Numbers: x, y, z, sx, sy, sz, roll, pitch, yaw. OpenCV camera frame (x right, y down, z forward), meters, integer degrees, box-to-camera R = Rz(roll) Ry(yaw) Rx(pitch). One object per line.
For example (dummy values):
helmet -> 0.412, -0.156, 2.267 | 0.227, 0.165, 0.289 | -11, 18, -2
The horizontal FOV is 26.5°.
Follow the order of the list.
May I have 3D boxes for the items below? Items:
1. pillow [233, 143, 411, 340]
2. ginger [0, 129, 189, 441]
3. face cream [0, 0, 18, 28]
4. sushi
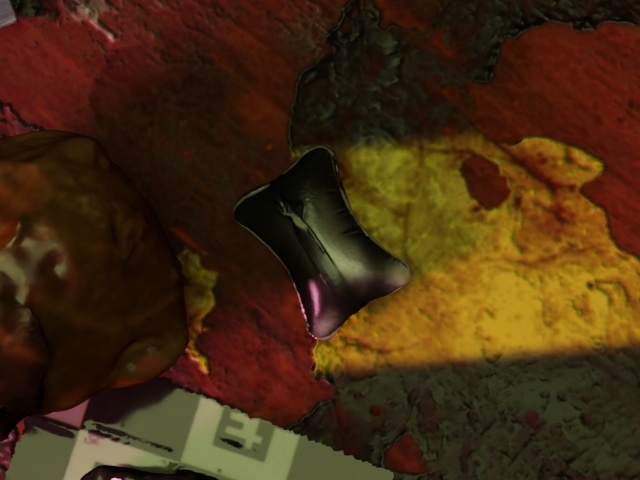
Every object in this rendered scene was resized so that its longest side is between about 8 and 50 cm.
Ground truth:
pillow -> 0.000, 0.000, 1.062 | 0.091, 0.055, 0.136 | -32, 83, -18
ginger -> -0.231, 0.028, 1.013 | 0.223, 0.269, 0.200 | -28, 102, -36
face cream -> -0.449, -0.170, 1.109 | 0.385, 0.086, 0.136 | -22, 82, -2
sushi -> -0.145, 0.296, 1.016 | 0.296, 0.100, 0.373 | 20, 86, 7
